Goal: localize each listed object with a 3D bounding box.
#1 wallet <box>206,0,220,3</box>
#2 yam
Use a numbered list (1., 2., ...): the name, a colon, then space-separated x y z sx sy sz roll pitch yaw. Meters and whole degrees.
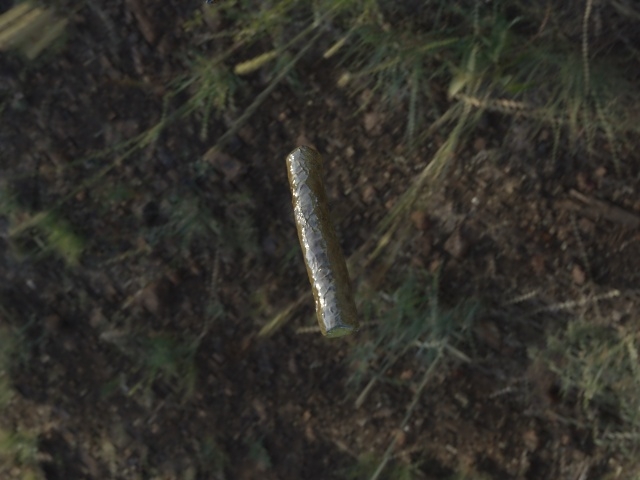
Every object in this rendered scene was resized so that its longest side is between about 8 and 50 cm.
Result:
1. wallet: -0.048 -0.349 1.244 0.031 0.122 0.232 51 140 12
2. yam: 0.000 0.000 1.726 0.066 0.066 0.300 -34 61 44
